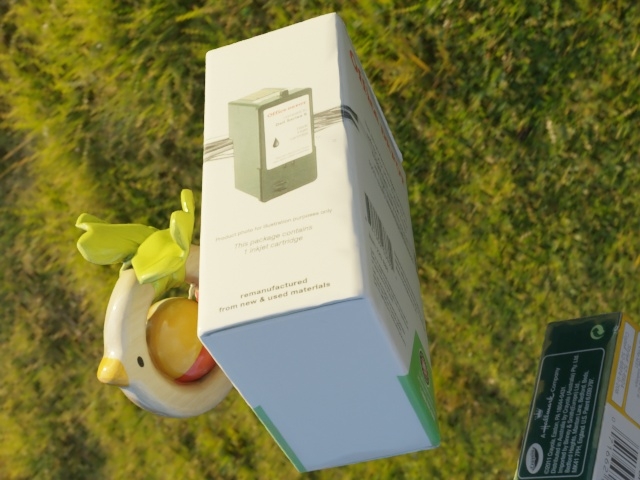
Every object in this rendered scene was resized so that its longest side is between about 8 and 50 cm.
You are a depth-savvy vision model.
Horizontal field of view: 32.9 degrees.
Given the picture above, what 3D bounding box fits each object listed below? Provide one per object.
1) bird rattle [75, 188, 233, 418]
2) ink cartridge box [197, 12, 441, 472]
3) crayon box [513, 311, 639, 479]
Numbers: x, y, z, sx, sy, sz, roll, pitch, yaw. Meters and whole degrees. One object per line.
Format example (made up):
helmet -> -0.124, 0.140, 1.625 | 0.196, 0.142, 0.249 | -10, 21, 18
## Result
bird rattle -> -0.128, 0.067, 1.038 | 0.143, 0.207, 0.253 | 2, 159, 34
ink cartridge box -> 0.000, 0.000, 0.848 | 0.122, 0.289, 0.211 | -14, 138, 12
crayon box -> 0.300, 0.231, 0.944 | 0.323, 0.203, 0.083 | 38, 146, -29
